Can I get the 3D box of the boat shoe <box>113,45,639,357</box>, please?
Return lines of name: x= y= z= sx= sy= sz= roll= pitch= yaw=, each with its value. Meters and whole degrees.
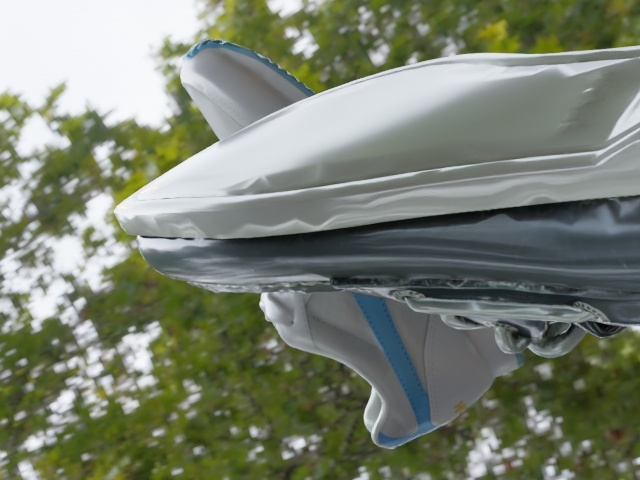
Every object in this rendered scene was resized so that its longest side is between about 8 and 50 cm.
boat shoe: x=0.063 y=0.001 z=0.438 sx=0.116 sy=0.319 sz=0.099 roll=-40 pitch=-64 yaw=-43

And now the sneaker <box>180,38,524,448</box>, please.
sneaker: x=0.000 y=0.000 z=0.732 sx=0.092 sy=0.087 sz=0.228 roll=-39 pitch=-86 yaw=-3
